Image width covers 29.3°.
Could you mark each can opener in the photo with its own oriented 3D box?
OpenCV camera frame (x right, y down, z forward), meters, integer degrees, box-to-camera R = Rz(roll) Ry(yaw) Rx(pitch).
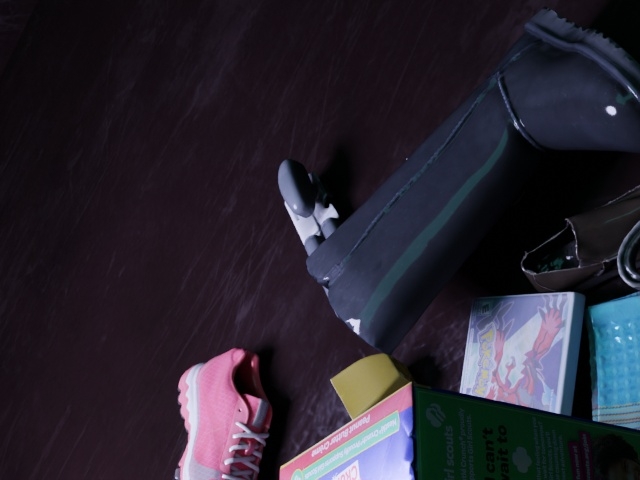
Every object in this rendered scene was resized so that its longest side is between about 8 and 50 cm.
[{"bbox_3d":[0.000,0.000,1.777,0.074,0.093,0.280,-47,48,23],"label":"can opener"}]

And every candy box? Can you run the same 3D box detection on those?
[{"bbox_3d":[0.153,0.264,1.241,0.268,0.317,0.122,-40,44,50],"label":"candy box"}]

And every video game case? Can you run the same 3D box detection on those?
[{"bbox_3d":[0.231,0.163,1.447,0.183,0.023,0.201,-8,69,57],"label":"video game case"}]

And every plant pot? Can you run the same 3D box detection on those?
[{"bbox_3d":[0.079,0.195,1.596,0.083,0.081,0.081,-44,43,10],"label":"plant pot"}]

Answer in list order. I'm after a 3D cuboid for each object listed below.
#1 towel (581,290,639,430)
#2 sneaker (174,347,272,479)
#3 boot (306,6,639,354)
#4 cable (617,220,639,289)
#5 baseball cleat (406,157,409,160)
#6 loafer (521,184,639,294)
[{"bbox_3d":[0.395,0.206,1.251,0.271,0.040,0.370,-22,57,43],"label":"towel"},{"bbox_3d":[-0.129,0.286,1.760,0.136,0.116,0.314,-37,45,29],"label":"sneaker"},{"bbox_3d":[0.188,-0.047,1.433,0.445,0.146,0.367,-45,18,8],"label":"boot"},{"bbox_3d":[0.413,-0.076,1.297,0.287,0.072,0.139,-40,67,11],"label":"cable"},{"bbox_3d":[0.123,-0.034,1.659,0.109,0.072,0.206,45,111,42],"label":"baseball cleat"},{"bbox_3d":[0.321,0.001,1.402,0.220,0.078,0.080,-40,46,31],"label":"loafer"}]
